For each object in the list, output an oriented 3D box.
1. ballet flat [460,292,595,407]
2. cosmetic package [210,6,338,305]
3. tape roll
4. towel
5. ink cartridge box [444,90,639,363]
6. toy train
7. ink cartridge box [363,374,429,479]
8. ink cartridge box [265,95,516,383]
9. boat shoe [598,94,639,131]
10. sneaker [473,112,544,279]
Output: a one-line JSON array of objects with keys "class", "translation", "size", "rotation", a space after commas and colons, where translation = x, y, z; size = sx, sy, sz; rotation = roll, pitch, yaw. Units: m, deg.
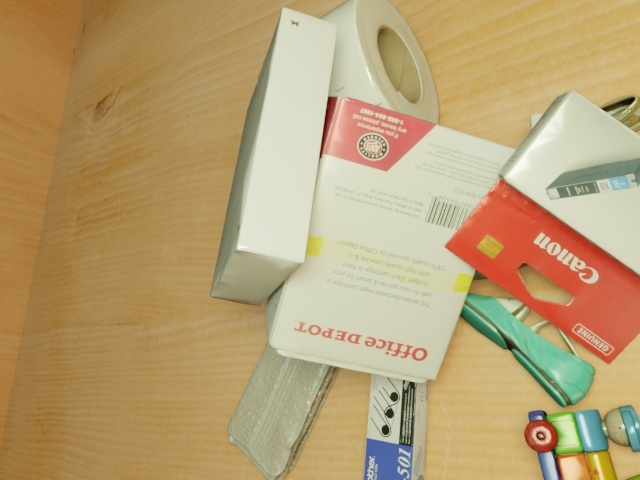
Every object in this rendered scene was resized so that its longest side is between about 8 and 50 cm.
[{"class": "ballet flat", "translation": [0.310, 0.142, 0.845], "size": [0.087, 0.083, 0.247], "rotation": [-40, 50, -6]}, {"class": "cosmetic package", "translation": [-0.078, -0.112, 0.860], "size": [0.284, 0.098, 0.377], "rotation": [131, 149, -67]}, {"class": "tape roll", "translation": [0.106, -0.301, 1.009], "size": [0.100, 0.286, 0.286], "rotation": [-18, 65, 35]}, {"class": "towel", "translation": [-0.085, 0.330, 1.134], "size": [0.187, 0.049, 0.282], "rotation": [26, 94, 42]}, {"class": "ink cartridge box", "translation": [0.363, -0.005, 0.734], "size": [0.296, 0.066, 0.261], "rotation": [36, 103, 3]}, {"class": "toy train", "translation": [0.367, 0.342, 0.716], "size": [0.143, 0.105, 0.247], "rotation": [-17, 65, 22]}, {"class": "ink cartridge box", "translation": [0.131, 0.335, 0.948], "size": [0.097, 0.046, 0.207], "rotation": [-5, 73, 41]}, {"class": "ink cartridge box", "translation": [0.092, -0.002, 0.871], "size": [0.160, 0.279, 0.384], "rotation": [-120, 46, -73]}, {"class": "boat shoe", "translation": [0.401, -0.170, 0.857], "size": [0.190, 0.072, 0.068], "rotation": [-32, 58, 29]}, {"class": "sneaker", "translation": [0.313, -0.062, 0.869], "size": [0.297, 0.111, 0.129], "rotation": [-58, 39, 25]}]
